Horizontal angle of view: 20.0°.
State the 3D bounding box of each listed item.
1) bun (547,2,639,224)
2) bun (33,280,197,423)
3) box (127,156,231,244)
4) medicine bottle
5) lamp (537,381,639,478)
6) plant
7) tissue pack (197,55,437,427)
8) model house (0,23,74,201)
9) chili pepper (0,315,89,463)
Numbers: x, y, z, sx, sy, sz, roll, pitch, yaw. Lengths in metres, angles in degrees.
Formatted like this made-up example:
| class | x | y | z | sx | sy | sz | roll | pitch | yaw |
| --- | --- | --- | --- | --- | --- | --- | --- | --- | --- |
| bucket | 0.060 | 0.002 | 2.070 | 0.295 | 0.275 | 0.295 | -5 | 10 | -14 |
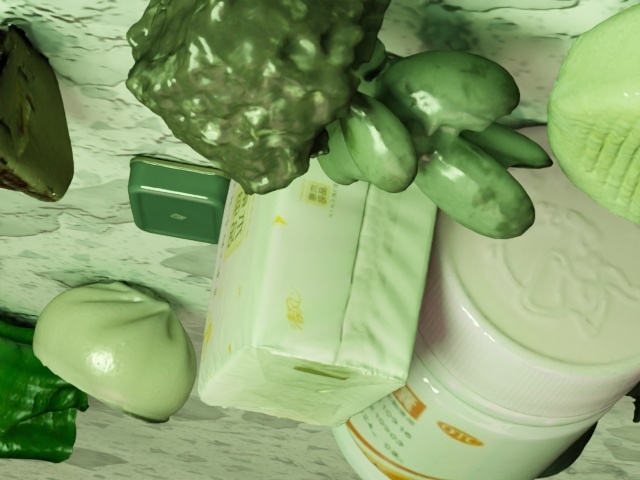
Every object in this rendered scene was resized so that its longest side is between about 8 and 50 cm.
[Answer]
| class | x | y | z | sx | sy | sz | roll | pitch | yaw |
| --- | --- | --- | --- | --- | --- | --- | --- | --- | --- |
| bun | 0.241 | -0.079 | 1.098 | 0.221 | 0.108 | 0.221 | 17 | 164 | 5 |
| bun | -0.200 | 0.104 | 1.847 | 0.173 | 0.120 | 0.173 | 30 | 180 | 0 |
| box | -0.118 | -0.032 | 1.540 | 0.091 | 0.031 | 0.126 | 10 | 163 | 0 |
| medicine bottle | 0.134 | 0.071 | 1.379 | 0.202 | 0.202 | 0.316 | 13 | 151 | -9 |
| lamp | 0.234 | 0.121 | 1.666 | 0.172 | 0.147 | 0.227 | 20 | 153 | -9 |
| plant | 0.019 | -0.086 | 1.103 | 0.275 | 0.146 | 0.149 | 25 | 142 | -31 |
| tissue pack | 0.000 | 0.000 | 1.267 | 0.124 | 0.225 | 0.185 | 15 | 161 | -13 |
| model house | -0.276 | -0.090 | 1.292 | 0.164 | 0.141 | 0.203 | -4 | 162 | 9 |
| chili pepper | -0.386 | 0.167 | 2.061 | 0.213 | 0.167 | 0.385 | -1 | 160 | 35 |
